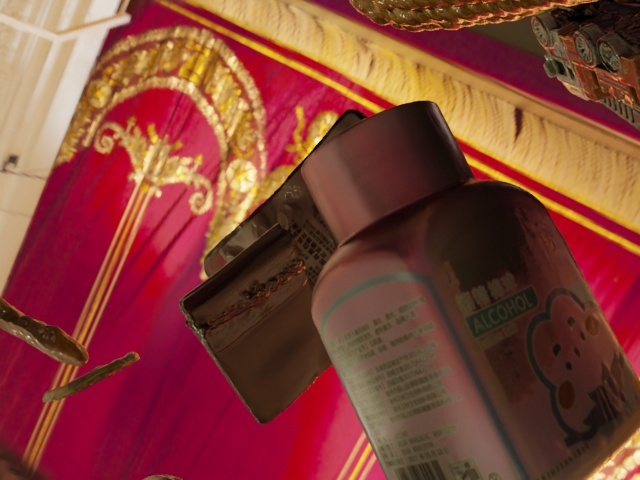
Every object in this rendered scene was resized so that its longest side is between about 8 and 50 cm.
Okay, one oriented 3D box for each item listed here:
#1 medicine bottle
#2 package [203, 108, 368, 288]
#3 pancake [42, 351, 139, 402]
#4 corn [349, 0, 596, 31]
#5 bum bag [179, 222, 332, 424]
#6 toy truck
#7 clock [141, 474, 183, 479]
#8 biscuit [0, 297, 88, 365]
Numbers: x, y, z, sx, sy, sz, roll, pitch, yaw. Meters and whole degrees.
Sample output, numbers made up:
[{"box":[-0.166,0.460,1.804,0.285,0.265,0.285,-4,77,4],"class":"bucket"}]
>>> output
[{"box":[0.065,0.031,0.361,0.119,0.094,0.187,-17,-102,-41],"class":"medicine bottle"},{"box":[0.000,0.000,0.722,0.154,0.239,0.030,48,-168,10],"class":"package"},{"box":[-0.246,0.148,0.774,0.017,0.108,0.108,63,-164,3],"class":"pancake"},{"box":[0.130,-0.183,0.338,0.144,0.143,0.387,20,180,-27],"class":"corn"},{"box":[-0.040,0.075,0.599,0.026,0.109,0.159,24,148,48],"class":"bum bag"},{"box":[0.419,-0.251,1.012,0.184,0.133,0.338,61,-175,-25],"class":"toy truck"},{"box":[-0.273,0.545,1.171,0.080,0.318,0.318,19,-167,-39],"class":"clock"},{"box":[-0.419,0.108,0.989,0.183,0.039,0.174,44,157,-30],"class":"biscuit"}]
